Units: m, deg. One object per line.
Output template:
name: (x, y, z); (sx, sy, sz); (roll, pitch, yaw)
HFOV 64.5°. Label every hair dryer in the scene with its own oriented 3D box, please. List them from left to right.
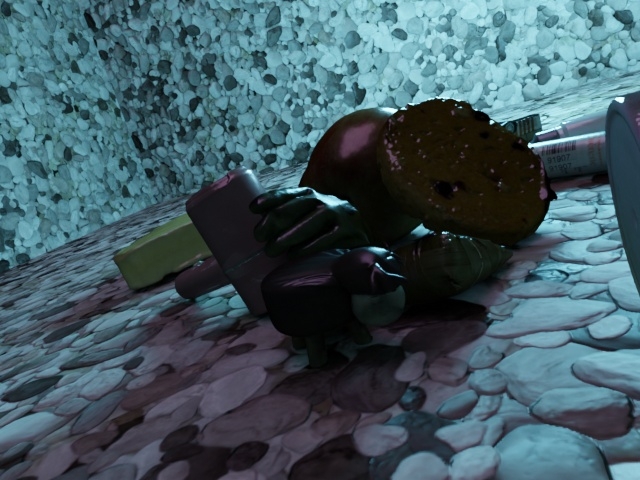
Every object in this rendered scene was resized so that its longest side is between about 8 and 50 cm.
hair dryer: (-0.183, 0.032, 0.881); (0.353, 0.210, 0.125); (-24, 10, 46)

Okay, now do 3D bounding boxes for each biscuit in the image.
biscuit: (0.226, -0.109, 0.814); (0.296, 0.295, 0.075); (-25, -24, -28)

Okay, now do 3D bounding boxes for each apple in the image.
apple: (0.096, -0.116, 0.954); (0.257, 0.256, 0.234); (-7, 22, 37)

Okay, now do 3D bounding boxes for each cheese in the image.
cheese: (-0.307, -0.020, 1.320); (0.384, 0.104, 0.384); (-21, 13, 5)

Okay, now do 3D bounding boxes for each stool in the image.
stool: (0.020, 0.070, 0.594); (0.217, 0.121, 0.125); (-8, 15, 40)

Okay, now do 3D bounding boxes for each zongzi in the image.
zongzi: (0.148, 0.045, 0.697); (0.178, 0.081, 0.189); (-1, -16, -46)

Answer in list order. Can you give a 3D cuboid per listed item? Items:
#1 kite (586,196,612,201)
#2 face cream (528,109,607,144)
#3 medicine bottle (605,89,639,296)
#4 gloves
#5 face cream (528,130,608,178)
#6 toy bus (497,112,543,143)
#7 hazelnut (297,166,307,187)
kite: (0.485, -0.073, 0.834); (0.044, 0.002, 0.078); (-28, 18, -38)
face cream: (0.611, -0.239, 1.145); (0.312, 0.092, 0.092); (-14, 14, 14)
medicine bottle: (0.387, -0.046, 0.348); (0.302, 0.241, 0.241); (-11, 15, 23)
gloves: (0.007, -0.012, 0.735); (0.135, 0.107, 0.268); (13, -2, 44)
face cream: (0.514, -0.170, 1.011); (0.269, 0.081, 0.082); (-5, 19, 44)
toy bus: (0.453, -0.274, 1.462); (0.409, 0.092, 0.093); (-21, 12, -13)
hazelnut: (0.030, -0.127, 1.291); (0.181, 0.180, 0.212); (10, 11, -11)
